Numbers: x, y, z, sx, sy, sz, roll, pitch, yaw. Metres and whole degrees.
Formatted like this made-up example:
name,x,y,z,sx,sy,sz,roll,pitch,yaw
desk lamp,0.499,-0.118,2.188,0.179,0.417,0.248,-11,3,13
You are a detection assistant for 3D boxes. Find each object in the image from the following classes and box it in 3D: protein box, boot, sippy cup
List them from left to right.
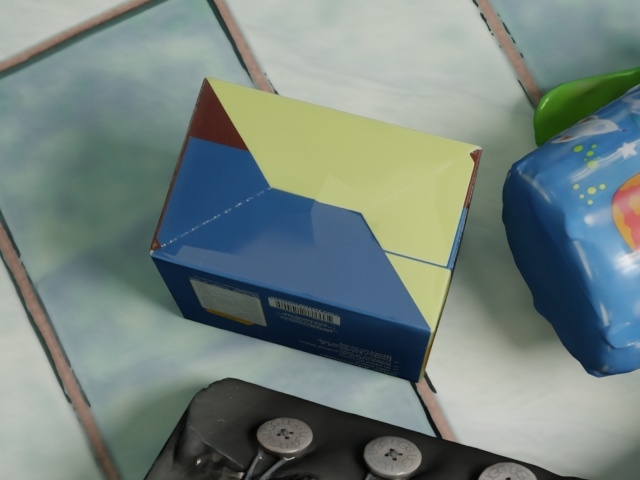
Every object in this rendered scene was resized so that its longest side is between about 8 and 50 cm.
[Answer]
name,x,y,z,sx,sy,sz,roll,pitch,yaw
protein box,0.000,0.000,1.059,0.200,0.201,0.136,15,76,6
boot,0.124,0.178,1.026,0.445,0.367,0.146,5,113,24
sippy cup,0.259,-0.018,1.032,0.224,0.305,0.240,-23,92,-8
